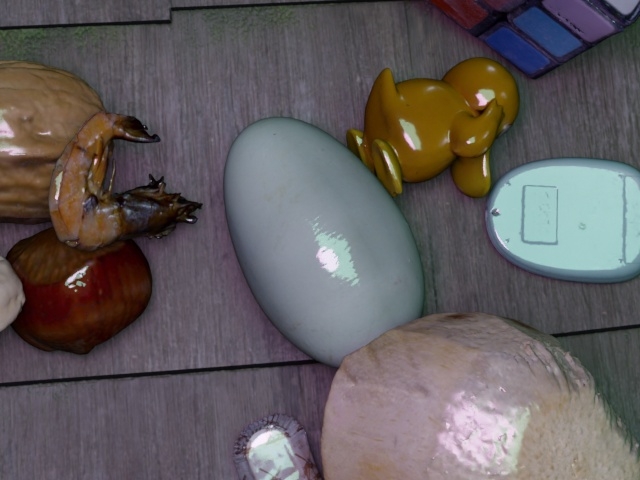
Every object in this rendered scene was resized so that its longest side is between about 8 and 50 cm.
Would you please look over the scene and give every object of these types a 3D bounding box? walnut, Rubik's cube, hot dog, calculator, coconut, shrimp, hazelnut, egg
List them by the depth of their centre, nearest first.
[{"bbox_3d":[0.189,0.260,1.714,0.344,0.415,0.415,-36,85,-25],"label":"coconut"},{"bbox_3d":[-0.262,-0.084,1.808,0.075,0.289,0.178,6,101,37],"label":"shrimp"},{"bbox_3d":[-0.402,-0.131,1.834,0.261,0.225,0.225,-2,79,-24],"label":"walnut"},{"bbox_3d":[0.000,0.000,1.840,0.230,0.230,0.371,-27,80,-10],"label":"egg"},{"bbox_3d":[-0.338,0.060,1.846,0.201,0.160,0.170,-6,63,31],"label":"hazelnut"},{"bbox_3d":[-0.048,0.332,1.862,0.108,0.059,0.191,-24,88,-1],"label":"hot dog"},{"bbox_3d":[0.312,-0.484,1.879,0.359,0.363,0.362,35,78,-11],"label":"Rubik's cube"},{"bbox_3d":[0.385,-0.030,1.977,0.295,0.042,0.184,3,80,-4],"label":"calculator"}]

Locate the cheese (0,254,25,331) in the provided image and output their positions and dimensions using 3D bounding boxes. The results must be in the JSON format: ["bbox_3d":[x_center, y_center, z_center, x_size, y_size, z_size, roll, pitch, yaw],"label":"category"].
[{"bbox_3d":[-0.502,0.060,1.778,0.263,0.093,0.159,22,41,39],"label":"cheese"}]

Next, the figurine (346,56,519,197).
[{"bbox_3d":[0.163,-0.160,1.909,0.228,0.215,0.215,1,79,-23],"label":"figurine"}]
